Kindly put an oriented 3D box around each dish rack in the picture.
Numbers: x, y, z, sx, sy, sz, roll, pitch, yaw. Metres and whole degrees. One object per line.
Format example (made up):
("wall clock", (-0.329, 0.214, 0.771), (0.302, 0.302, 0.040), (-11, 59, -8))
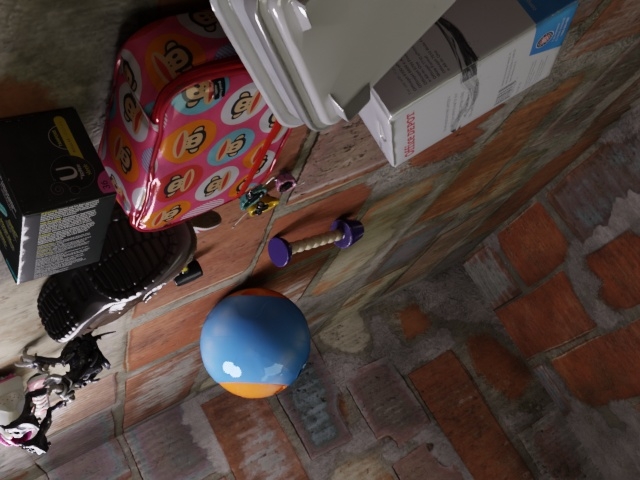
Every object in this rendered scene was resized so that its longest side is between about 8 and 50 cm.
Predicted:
("dish rack", (0.065, -0.266, 0.632), (0.333, 0.072, 0.285), (-47, 156, -5))

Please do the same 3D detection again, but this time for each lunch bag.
("lunch bag", (-0.124, -0.150, 0.786), (0.258, 0.120, 0.293), (-26, 163, -36))

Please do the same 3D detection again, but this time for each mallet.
("mallet", (-0.284, 0.044, 1.253), (0.062, 0.039, 0.189), (-28, 160, -2))

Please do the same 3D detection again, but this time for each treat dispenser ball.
("treat dispenser ball", (-0.170, 0.266, 1.690), (0.288, 0.288, 0.288), (-29, 165, -9))

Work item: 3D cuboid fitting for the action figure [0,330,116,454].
("action figure", (-0.534, 0.276, 1.299), (0.164, 0.141, 0.275), (71, 33, -45))

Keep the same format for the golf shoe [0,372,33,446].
("golf shoe", (-0.685, 0.396, 1.399), (0.115, 0.140, 0.306), (-24, 165, -31))

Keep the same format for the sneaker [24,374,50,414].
("sneaker", (-0.647, 0.359, 1.486), (0.051, 0.070, 0.134), (-15, 157, -41))

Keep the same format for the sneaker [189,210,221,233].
("sneaker", (-0.234, -0.017, 1.126), (0.119, 0.042, 0.067), (-14, 155, -28))

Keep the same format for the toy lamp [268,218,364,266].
("toy lamp", (0.000, 0.000, 1.566), (0.275, 0.080, 0.080), (-19, 161, -41))

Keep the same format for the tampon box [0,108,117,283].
("tampon box", (-0.311, -0.047, 0.727), (0.102, 0.120, 0.161), (-20, 161, -35))

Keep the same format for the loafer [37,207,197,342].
("loafer", (-0.316, 0.044, 1.034), (0.366, 0.133, 0.130), (-29, 173, 33))

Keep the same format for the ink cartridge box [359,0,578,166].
("ink cartridge box", (0.208, -0.272, 0.994), (0.308, 0.129, 0.223), (-31, 165, 0))

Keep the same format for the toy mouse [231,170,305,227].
("toy mouse", (-0.097, -0.094, 1.165), (0.161, 0.031, 0.143), (-27, 165, -15))
